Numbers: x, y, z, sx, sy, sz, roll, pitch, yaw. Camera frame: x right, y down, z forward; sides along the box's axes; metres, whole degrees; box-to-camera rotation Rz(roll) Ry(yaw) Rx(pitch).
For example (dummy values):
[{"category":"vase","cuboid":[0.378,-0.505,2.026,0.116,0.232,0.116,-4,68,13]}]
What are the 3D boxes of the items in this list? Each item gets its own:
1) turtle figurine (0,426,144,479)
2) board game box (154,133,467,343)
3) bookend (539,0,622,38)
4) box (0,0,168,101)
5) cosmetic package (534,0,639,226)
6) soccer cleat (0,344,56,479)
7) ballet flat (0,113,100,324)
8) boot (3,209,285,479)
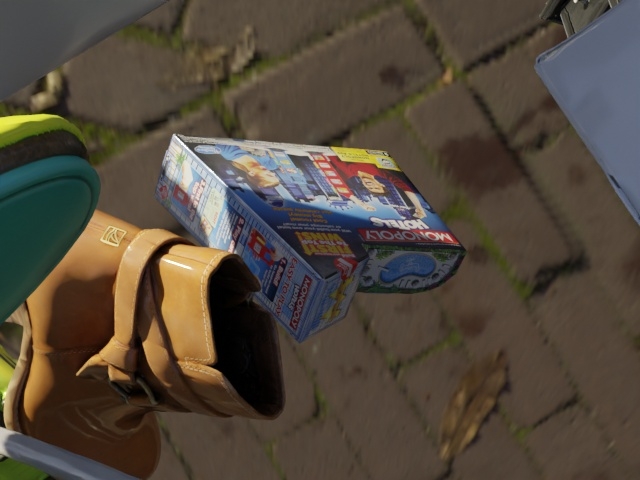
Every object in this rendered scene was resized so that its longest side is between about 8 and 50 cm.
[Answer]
[{"category":"turtle figurine","cuboid":[-0.160,-0.009,0.526,0.274,0.197,0.266,-33,63,30]},{"category":"board game box","cuboid":[0.000,0.000,1.469,0.194,0.060,0.194,3,33,-29]},{"category":"bookend","cuboid":[0.274,-0.204,1.733,0.072,0.157,0.156,14,40,-20]},{"category":"box","cuboid":[-0.162,-0.251,0.930,0.168,0.345,0.215,-33,74,-12]},{"category":"cosmetic package","cuboid":[0.322,-0.112,1.012,0.365,0.155,0.197,-35,73,17]},{"category":"soccer cleat","cuboid":[-0.266,0.090,1.472,0.289,0.121,0.093,39,120,-9]},{"category":"ballet flat","cuboid":[-0.154,0.037,0.434,0.077,0.077,0.231,42,80,19]},{"category":"boot","cuboid":[-0.109,0.087,1.322,0.220,0.283,0.109,8,43,31]}]
